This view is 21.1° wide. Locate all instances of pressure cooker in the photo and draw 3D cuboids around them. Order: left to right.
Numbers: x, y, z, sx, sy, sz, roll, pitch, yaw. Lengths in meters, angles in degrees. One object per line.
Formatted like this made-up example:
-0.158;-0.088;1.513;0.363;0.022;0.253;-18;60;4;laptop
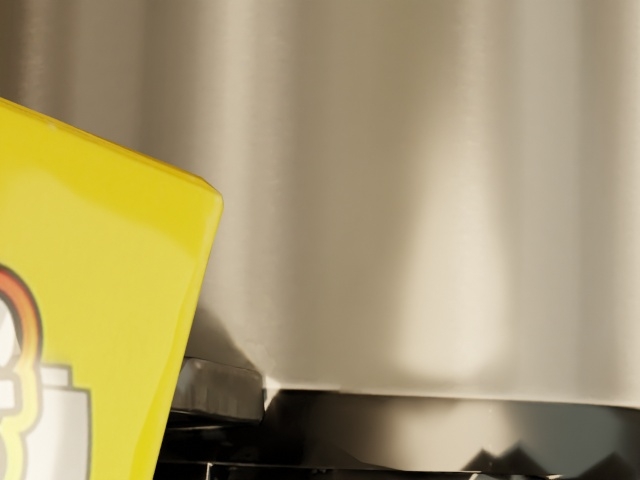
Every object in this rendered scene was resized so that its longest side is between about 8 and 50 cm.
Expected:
-0.005;0.000;0.670;0.369;0.375;0.421;7;81;-28;pressure cooker

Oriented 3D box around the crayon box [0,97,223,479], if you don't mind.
-0.211;0.111;0.293;0.313;0.106;0.363;22;71;-24;crayon box
